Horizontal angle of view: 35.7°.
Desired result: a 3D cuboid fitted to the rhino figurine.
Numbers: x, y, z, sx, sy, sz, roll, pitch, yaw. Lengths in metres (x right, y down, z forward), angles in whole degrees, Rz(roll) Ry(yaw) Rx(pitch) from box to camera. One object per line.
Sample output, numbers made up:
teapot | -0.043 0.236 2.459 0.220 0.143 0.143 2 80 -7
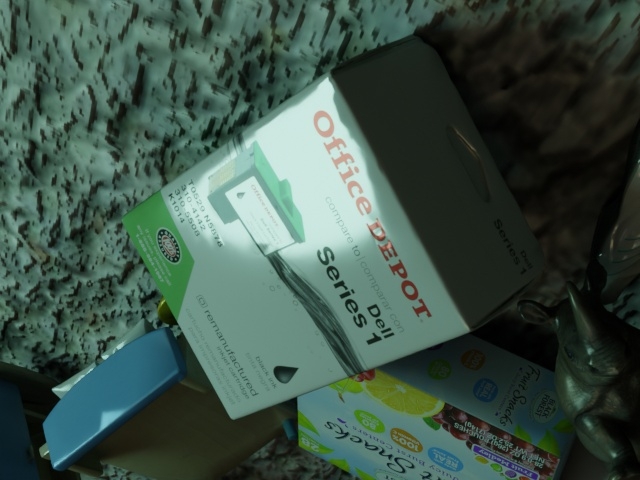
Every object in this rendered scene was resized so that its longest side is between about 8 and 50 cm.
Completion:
rhino figurine | 0.181 0.093 0.598 0.073 0.106 0.243 -28 134 12

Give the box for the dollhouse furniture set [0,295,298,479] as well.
dollhouse furniture set | -0.156 0.155 0.933 0.303 0.198 0.286 -39 141 15

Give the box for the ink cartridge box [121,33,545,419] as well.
ink cartridge box | 0.000 0.000 0.606 0.219 0.092 0.160 -29 91 44

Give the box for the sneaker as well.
sneaker | 0.196 -0.008 0.582 0.061 0.054 0.152 14 141 5

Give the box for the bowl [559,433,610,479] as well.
bowl | 0.310 0.229 0.742 0.297 0.134 0.298 13 140 11

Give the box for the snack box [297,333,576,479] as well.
snack box | 0.085 0.139 0.764 0.207 0.070 0.175 25 144 19
